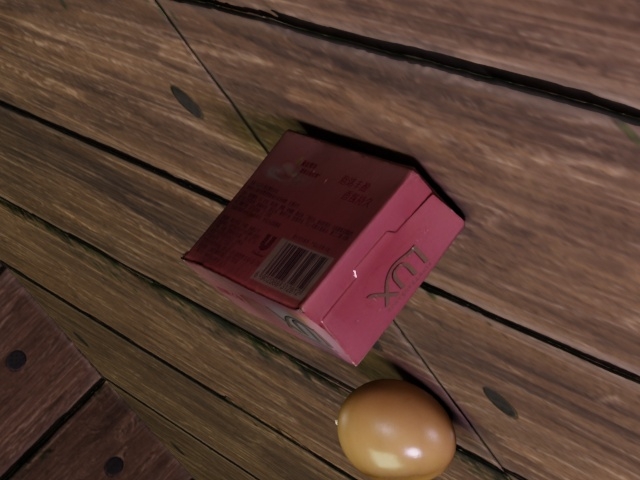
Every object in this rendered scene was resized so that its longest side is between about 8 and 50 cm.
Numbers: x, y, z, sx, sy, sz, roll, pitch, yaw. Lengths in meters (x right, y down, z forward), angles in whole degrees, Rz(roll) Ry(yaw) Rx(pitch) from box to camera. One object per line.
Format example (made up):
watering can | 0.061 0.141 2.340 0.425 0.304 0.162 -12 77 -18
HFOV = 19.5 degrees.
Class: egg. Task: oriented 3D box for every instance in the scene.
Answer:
egg | 0.060 0.147 1.415 0.096 0.080 0.080 29 159 54

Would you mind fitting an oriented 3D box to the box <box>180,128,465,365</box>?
box | 0.000 0.000 1.101 0.060 0.111 0.156 44 169 -33
